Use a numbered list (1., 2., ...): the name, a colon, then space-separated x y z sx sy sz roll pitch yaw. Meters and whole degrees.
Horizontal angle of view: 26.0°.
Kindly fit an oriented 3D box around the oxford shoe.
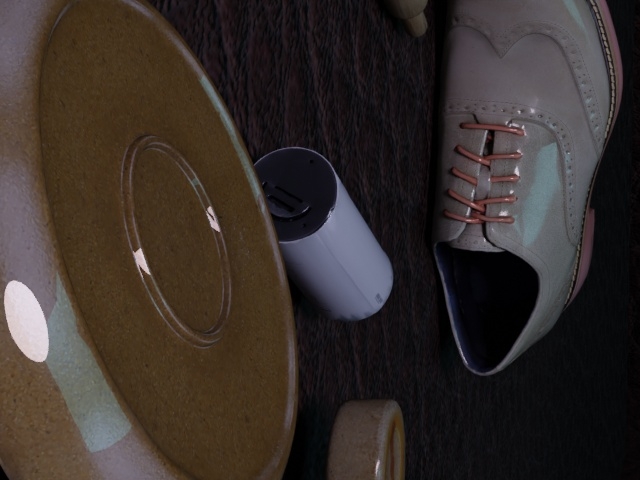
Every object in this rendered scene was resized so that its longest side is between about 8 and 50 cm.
1. oxford shoe: 0.155 -0.064 1.105 0.146 0.140 0.397 -54 143 -46

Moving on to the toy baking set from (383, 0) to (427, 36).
1. toy baking set: 0.068 -0.244 0.946 0.256 0.030 0.196 59 40 -61

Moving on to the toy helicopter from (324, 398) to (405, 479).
1. toy helicopter: 0.020 0.268 0.788 0.235 0.140 0.355 54 40 -64

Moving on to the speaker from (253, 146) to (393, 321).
1. speaker: 0.000 0.000 0.768 0.136 0.055 0.055 54 45 -63

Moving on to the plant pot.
1. plant pot: -0.060 0.003 0.487 0.236 0.032 0.236 -17 90 -73
